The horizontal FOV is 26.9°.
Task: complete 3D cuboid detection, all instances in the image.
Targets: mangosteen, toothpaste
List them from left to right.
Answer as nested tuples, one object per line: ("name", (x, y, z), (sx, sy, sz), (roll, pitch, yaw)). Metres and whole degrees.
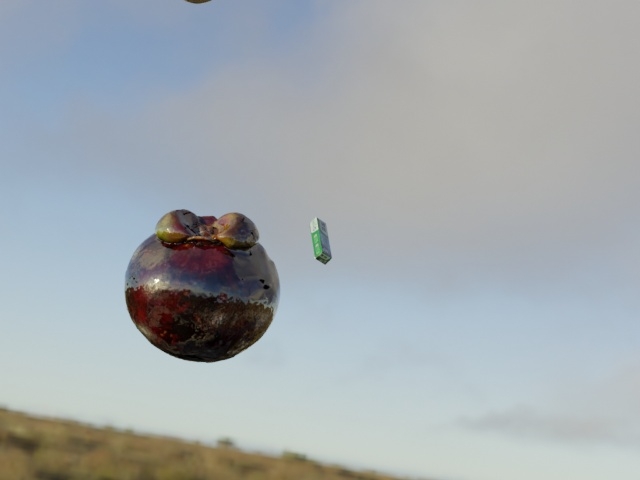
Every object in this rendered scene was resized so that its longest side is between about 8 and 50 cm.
("mangosteen", (-0.109, 0.038, 1.260), (0.152, 0.152, 0.152), (9, -10, 2))
("toothpaste", (0.000, 0.000, 1.855), (0.020, 0.083, 0.017), (32, -63, -26))

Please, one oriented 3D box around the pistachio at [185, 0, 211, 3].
("pistachio", (-0.195, -0.507, 2.090), (0.187, 0.299, 0.187), (7, -24, 3))
